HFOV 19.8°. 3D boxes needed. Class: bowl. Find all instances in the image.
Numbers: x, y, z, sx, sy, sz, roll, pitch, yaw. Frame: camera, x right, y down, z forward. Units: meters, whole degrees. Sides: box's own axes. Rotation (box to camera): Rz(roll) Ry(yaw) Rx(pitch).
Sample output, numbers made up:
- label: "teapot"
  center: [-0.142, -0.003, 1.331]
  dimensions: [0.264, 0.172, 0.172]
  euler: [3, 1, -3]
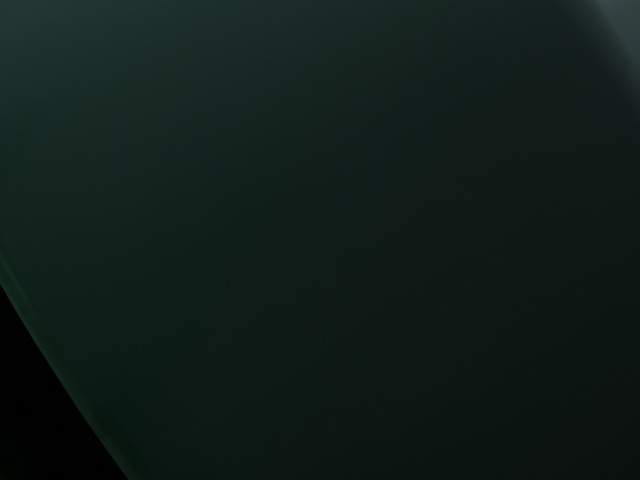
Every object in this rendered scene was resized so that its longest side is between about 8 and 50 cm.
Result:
- label: "bowl"
  center: [0.027, -0.042, 0.524]
  dimensions: [0.311, 0.163, 0.311]
  euler: [55, 12, -18]
